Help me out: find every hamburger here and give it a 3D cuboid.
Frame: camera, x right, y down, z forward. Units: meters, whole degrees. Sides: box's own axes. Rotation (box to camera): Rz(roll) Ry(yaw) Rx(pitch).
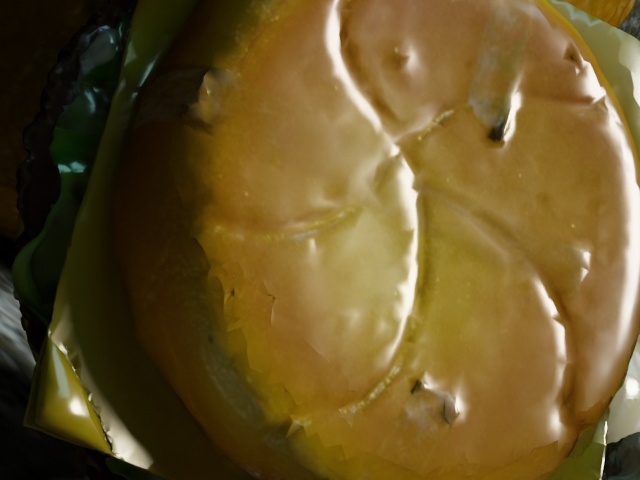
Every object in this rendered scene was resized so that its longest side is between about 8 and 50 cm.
[{"bbox_3d":[0.003,-0.002,0.372,0.164,0.189,0.093,34,-21,-22],"label":"hamburger"}]

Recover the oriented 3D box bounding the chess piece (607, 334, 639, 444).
[{"bbox_3d":[0.249,0.129,1.227,0.143,0.143,0.261,41,9,34],"label":"chess piece"}]

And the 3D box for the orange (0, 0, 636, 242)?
[{"bbox_3d":[-0.059,-0.149,0.519,0.357,0.322,0.322,19,17,-46],"label":"orange"}]

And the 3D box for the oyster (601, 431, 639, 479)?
[{"bbox_3d":[0.271,0.181,0.952,0.166,0.110,0.341,37,4,-14],"label":"oyster"}]
